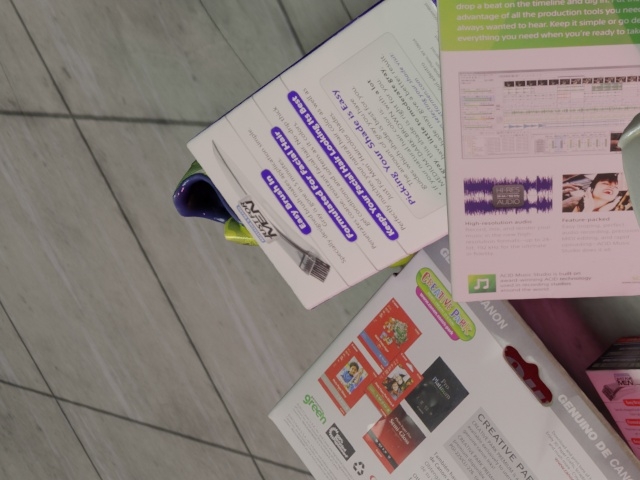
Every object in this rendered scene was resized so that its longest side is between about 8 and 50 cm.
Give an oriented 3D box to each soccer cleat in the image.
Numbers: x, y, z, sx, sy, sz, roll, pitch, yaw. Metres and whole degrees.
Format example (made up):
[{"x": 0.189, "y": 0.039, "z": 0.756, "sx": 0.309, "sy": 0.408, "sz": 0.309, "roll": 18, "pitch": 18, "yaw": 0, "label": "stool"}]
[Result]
[{"x": -0.024, "y": -0.019, "z": 1.767, "sx": 0.289, "sy": 0.121, "sz": 0.093, "roll": 22, "pitch": 140, "yaw": 42, "label": "soccer cleat"}]

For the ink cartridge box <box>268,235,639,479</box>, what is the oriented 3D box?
[{"x": 0.149, "y": 0.179, "z": 1.638, "sx": 0.309, "sy": 0.130, "sz": 0.272, "roll": 53, "pitch": 121, "yaw": 21, "label": "ink cartridge box"}]

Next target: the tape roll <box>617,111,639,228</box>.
[{"x": 0.309, "y": 0.014, "z": 1.152, "sx": 0.100, "sy": 0.286, "sz": 0.286, "roll": -34, "pitch": 95, "yaw": 28, "label": "tape roll"}]

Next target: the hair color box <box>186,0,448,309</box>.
[{"x": 0.057, "y": -0.089, "z": 1.520, "sx": 0.339, "sy": 0.110, "sz": 0.185, "roll": -30, "pitch": 98, "yaw": 47, "label": "hair color box"}]

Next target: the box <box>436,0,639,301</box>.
[{"x": 0.201, "y": -0.086, "z": 1.295, "sx": 0.232, "sy": 0.058, "sz": 0.322, "roll": -2, "pitch": 136, "yaw": 4, "label": "box"}]

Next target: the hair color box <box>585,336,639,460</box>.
[{"x": 0.307, "y": 0.162, "z": 1.573, "sx": 0.167, "sy": 0.053, "sz": 0.093, "roll": 57, "pitch": 153, "yaw": -14, "label": "hair color box"}]
